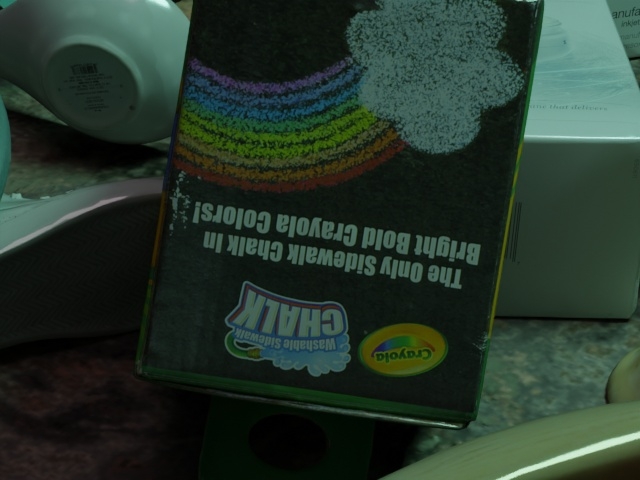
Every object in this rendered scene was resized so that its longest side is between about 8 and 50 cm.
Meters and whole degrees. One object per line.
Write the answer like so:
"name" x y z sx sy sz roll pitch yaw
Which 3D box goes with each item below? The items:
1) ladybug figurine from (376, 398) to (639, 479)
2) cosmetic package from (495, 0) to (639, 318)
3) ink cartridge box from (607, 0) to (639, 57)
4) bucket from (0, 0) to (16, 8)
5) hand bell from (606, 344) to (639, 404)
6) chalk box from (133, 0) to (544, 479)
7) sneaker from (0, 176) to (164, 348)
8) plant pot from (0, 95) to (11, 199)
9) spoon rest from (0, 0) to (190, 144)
"ladybug figurine" 0.143 0.205 0.689 0.449 0.162 0.305 -10 35 -20
"cosmetic package" 0.090 -0.067 1.143 0.224 0.138 0.224 1 31 -2
"ink cartridge box" 0.194 -0.283 1.361 0.198 0.272 0.115 -10 34 -18
"bucket" -0.356 -0.320 1.470 0.281 0.183 0.281 1 32 -1
"hand bell" 0.237 -0.004 0.953 0.126 0.242 0.126 1 32 -1
"chalk box" 0.000 0.000 0.930 0.180 0.289 0.179 10 4 -3
"sneaker" -0.193 -0.015 1.069 0.293 0.108 0.169 -13 38 -21
"plant pot" -0.333 -0.100 0.938 0.293 0.196 0.293 -1 51 2
"spoon rest" -0.213 -0.129 1.242 0.276 0.137 0.084 -1 34 15
